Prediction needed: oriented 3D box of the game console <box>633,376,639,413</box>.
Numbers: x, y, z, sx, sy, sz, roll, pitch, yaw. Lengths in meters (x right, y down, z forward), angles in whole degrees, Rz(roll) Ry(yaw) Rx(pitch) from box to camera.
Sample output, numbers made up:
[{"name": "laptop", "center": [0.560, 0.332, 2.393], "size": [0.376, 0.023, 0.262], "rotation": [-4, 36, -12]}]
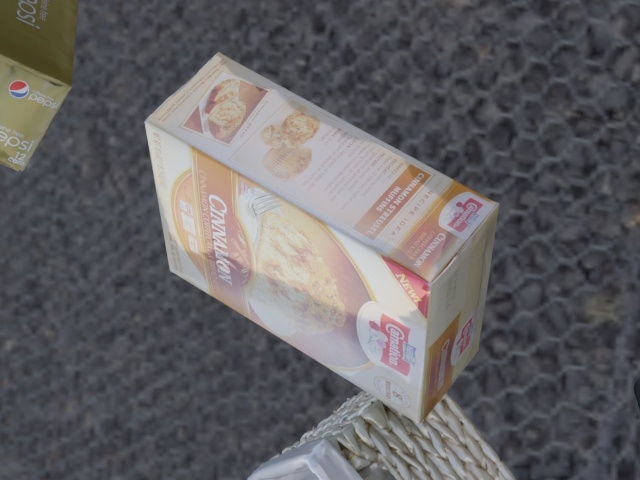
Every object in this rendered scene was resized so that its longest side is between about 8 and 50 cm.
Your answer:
[{"name": "game console", "center": [0.322, 0.152, 1.158], "size": [0.107, 0.071, 0.122], "rotation": [-20, 85, 48]}]

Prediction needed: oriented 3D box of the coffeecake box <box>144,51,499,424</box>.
[{"name": "coffeecake box", "center": [0.000, 0.000, 0.825], "size": [0.185, 0.068, 0.142], "rotation": [30, 149, 21]}]

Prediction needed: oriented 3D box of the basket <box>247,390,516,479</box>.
[{"name": "basket", "center": [0.038, 0.160, 0.951], "size": [0.113, 0.103, 0.167], "rotation": [52, 159, 1]}]

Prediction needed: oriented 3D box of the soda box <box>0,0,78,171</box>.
[{"name": "soda box", "center": [-0.173, -0.117, 0.819], "size": [0.061, 0.058, 0.181], "rotation": [-54, 25, 26]}]
